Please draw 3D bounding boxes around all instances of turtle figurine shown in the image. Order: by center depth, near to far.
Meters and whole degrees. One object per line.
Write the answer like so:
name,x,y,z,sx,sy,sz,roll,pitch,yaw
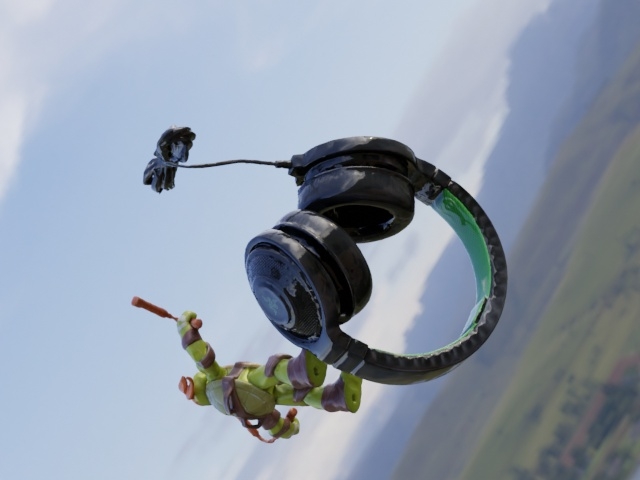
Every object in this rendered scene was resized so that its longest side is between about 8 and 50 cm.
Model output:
turtle figurine,-0.078,0.151,1.650,0.269,0.217,0.087,53,-136,-32

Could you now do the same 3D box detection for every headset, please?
headset,0.000,0.000,1.572,0.243,0.394,0.185,-61,6,-31
